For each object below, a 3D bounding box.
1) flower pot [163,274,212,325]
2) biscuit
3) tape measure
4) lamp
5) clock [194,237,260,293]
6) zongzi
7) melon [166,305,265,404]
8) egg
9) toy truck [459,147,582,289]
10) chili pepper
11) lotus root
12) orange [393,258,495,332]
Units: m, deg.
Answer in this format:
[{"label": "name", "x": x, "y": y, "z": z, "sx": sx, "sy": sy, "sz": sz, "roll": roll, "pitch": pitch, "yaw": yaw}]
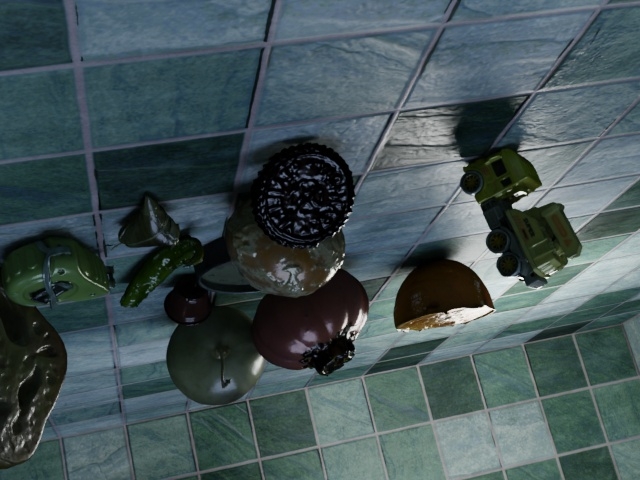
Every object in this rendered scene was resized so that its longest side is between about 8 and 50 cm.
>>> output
[{"label": "flower pot", "x": -0.295, "y": 0.126, "z": 2.112, "sx": 0.111, "sy": 0.111, "sz": 0.089, "roll": -7, "pitch": 146, "yaw": -21}, {"label": "biscuit", "x": -0.028, "y": -0.076, "z": 1.589, "sx": 0.194, "sy": 0.195, "sz": 0.053, "roll": -8, "pitch": -158, "yaw": -18}, {"label": "tape measure", "x": -0.501, "y": 0.065, "z": 1.740, "sx": 0.175, "sy": 0.106, "sz": 0.200, "roll": -19, "pitch": 160, "yaw": 4}, {"label": "lamp", "x": -0.014, "y": 0.204, "z": 2.268, "sx": 0.305, "sy": 0.240, "sz": 0.305, "roll": -29, "pitch": 159, "yaw": -12}, {"label": "clock", "x": -0.136, "y": 0.050, "z": 2.023, "sx": 0.280, "sy": 0.055, "sz": 0.280, "roll": -9, "pitch": 160, "yaw": -3}, {"label": "zongzi", "x": -0.343, "y": -0.036, "z": 1.680, "sx": 0.154, "sy": 0.062, "sz": 0.130, "roll": -4, "pitch": 145, "yaw": 22}, {"label": "melon", "x": -0.267, "y": 0.294, "z": 2.373, "sx": 0.271, "sy": 0.272, "sz": 0.308, "roll": -4, "pitch": 153, "yaw": -29}, {"label": "egg", "x": -0.066, "y": 0.002, "z": 1.732, "sx": 0.245, "sy": 0.203, "sz": 0.203, "roll": 16, "pitch": 147, "yaw": -38}, {"label": "toy truck", "x": 0.392, "y": -0.049, "z": 1.804, "sx": 0.157, "sy": 0.272, "sz": 0.124, "roll": -31, "pitch": 157, "yaw": 24}, {"label": "chili pepper", "x": -0.326, "y": 0.061, "z": 1.912, "sx": 0.085, "sy": 0.076, "sz": 0.359, "roll": -35, "pitch": -179, "yaw": -36}, {"label": "lotus root", "x": -0.610, "y": 0.223, "z": 1.702, "sx": 0.111, "sy": 0.390, "sz": 0.375, "roll": -20, "pitch": 170, "yaw": 20}, {"label": "orange", "x": 0.322, "y": 0.172, "z": 2.453, "sx": 0.274, "sy": 0.274, "sz": 0.310, "roll": -23, "pitch": -166, "yaw": 27}]
